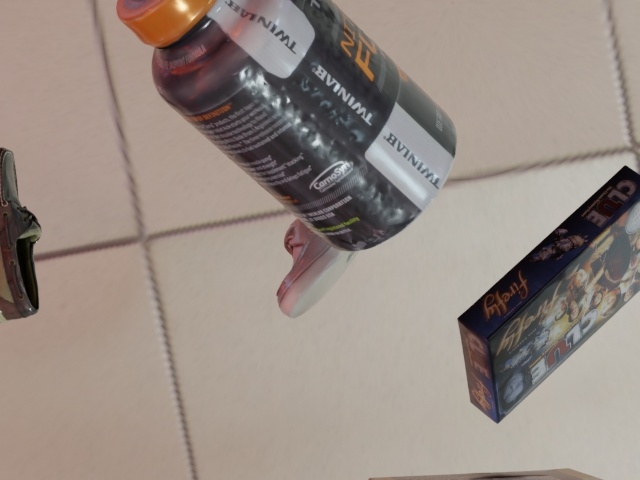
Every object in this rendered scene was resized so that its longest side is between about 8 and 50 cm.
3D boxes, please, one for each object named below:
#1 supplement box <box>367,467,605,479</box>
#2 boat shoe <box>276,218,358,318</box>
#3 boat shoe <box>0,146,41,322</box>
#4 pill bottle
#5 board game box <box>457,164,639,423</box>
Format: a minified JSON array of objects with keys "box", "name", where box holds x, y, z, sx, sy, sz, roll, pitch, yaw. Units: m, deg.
[{"box":[0.148,0.301,1.454,0.194,0.129,0.191,0,90,-14],"name":"supplement box"},{"box":[0.000,0.000,1.625,0.063,0.066,0.184,31,55,10],"name":"boat shoe"},{"box":[-0.262,-0.006,1.459,0.049,0.056,0.152,-4,87,12],"name":"boat shoe"},{"box":[-0.027,-0.110,1.179,0.130,0.130,0.245,-44,121,9],"name":"pill bottle"},{"box":[0.242,0.056,1.716,0.243,0.165,0.042,-41,58,-18],"name":"board game box"}]
